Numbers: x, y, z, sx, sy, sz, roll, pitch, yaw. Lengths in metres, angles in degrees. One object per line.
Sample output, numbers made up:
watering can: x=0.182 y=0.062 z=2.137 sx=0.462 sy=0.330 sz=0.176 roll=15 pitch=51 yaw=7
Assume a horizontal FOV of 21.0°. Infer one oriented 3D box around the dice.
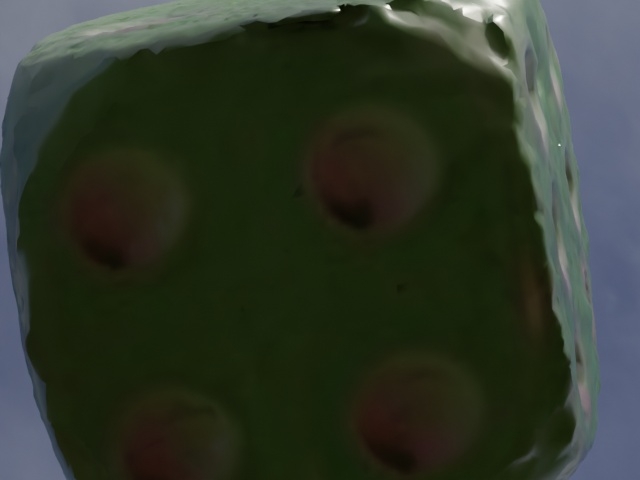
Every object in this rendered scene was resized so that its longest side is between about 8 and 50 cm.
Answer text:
dice: x=0.000 y=0.000 z=1.086 sx=0.330 sy=0.318 sz=0.322 roll=-9 pitch=-79 yaw=9
